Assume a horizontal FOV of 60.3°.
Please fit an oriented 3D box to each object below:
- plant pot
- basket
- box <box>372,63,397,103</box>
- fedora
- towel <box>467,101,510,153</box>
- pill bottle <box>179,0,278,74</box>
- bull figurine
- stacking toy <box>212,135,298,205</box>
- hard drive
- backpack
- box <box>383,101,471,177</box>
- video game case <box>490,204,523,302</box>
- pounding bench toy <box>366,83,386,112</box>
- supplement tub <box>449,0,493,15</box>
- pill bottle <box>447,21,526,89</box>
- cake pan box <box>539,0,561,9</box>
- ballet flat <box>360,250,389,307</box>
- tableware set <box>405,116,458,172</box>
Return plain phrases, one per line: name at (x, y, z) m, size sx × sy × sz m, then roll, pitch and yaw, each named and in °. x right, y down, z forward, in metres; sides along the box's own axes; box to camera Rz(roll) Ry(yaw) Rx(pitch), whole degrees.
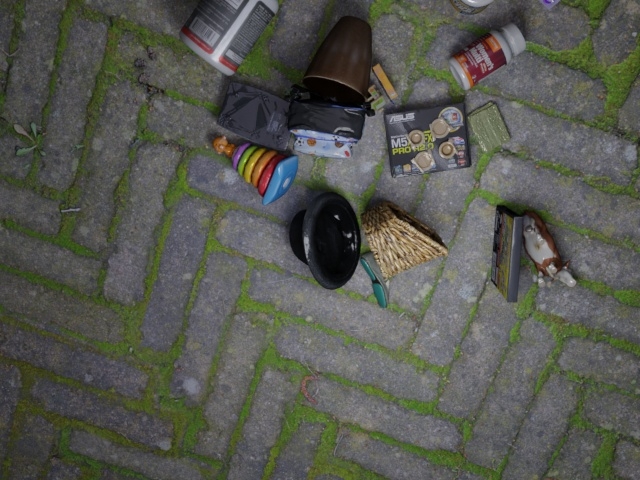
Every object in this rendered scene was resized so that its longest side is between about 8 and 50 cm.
plant pot at (0.079, -0.584, 1.762) m, size 0.215 × 0.215 × 0.231 m, roll 19°, pitch 88°, yaw 0°
basket at (0.266, -0.036, 1.801) m, size 0.222 × 0.299 × 0.214 m, roll -23°, pitch 98°, yaw 11°
box at (0.215, -0.514, 1.815) m, size 0.028 × 0.081 × 0.136 m, roll -33°, pitch 98°, yaw 9°
fedora at (0.000, 0.000, 1.883) m, size 0.152 × 0.334 × 0.335 m, roll 4°, pitch 105°, yaw 39°
towel at (0.564, -0.378, 1.847) m, size 0.110 × 0.027 × 0.148 m, roll -29°, pitch 97°, yaw 8°
pill bottle at (-0.263, -0.728, 1.739) m, size 0.210 × 0.210 × 0.363 m, roll 38°, pitch 101°, yaw -4°
bull figurine at (0.752, 0.045, 1.856) m, size 0.101 × 0.188 × 0.311 m, roll -31°, pitch 92°, yaw 31°
stacking toy at (-0.241, -0.267, 1.877) m, size 0.301 × 0.166 × 0.175 m, roll 30°, pitch 117°, yaw 9°
hard drive at (-0.209, -0.423, 1.877) m, size 0.254 × 0.054 × 0.172 m, roll 21°, pitch 102°, yaw -1°
backpack at (0.024, -0.369, 1.768) m, size 0.276 × 0.263 × 0.213 m, roll 13°, pitch 107°, yaw 2°
box at (0.359, -0.335, 1.853) m, size 0.269 × 0.060 × 0.217 m, roll -7°, pitch 102°, yaw 5°
video game case at (0.613, 0.037, 1.816) m, size 0.035 × 0.248 × 0.275 m, roll 2°, pitch 102°, yaw 5°
pounding bench toy at (0.180, -0.471, 1.844) m, size 0.052 × 0.083 × 0.065 m, roll -35°, pitch 66°, yaw 8°
supplement tub at (0.468, -0.773, 1.682) m, size 0.144 × 0.200 × 0.145 m, roll 1°, pitch 101°, yaw 4°
pill bottle at (0.529, -0.589, 1.757) m, size 0.221 × 0.121 × 0.121 m, roll -32°, pitch 98°, yaw 10°
cake pan box at (0.651, -0.846, 1.638) m, size 0.245 × 0.267 × 0.070 m, roll 40°, pitch 146°, yaw -11°
ballet flat at (0.211, 0.136, 1.961) m, size 0.068 × 0.072 × 0.213 m, roll -30°, pitch 102°, yaw -21°
tableware set at (0.368, -0.316, 1.815) m, size 0.168 × 0.020 × 0.141 m, roll -25°, pitch 99°, yaw 9°
